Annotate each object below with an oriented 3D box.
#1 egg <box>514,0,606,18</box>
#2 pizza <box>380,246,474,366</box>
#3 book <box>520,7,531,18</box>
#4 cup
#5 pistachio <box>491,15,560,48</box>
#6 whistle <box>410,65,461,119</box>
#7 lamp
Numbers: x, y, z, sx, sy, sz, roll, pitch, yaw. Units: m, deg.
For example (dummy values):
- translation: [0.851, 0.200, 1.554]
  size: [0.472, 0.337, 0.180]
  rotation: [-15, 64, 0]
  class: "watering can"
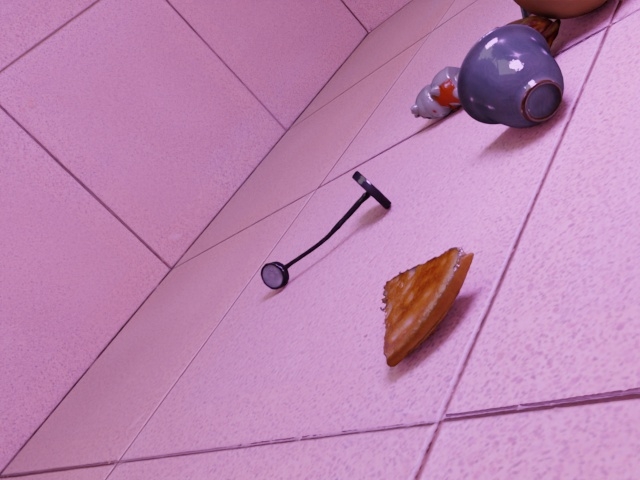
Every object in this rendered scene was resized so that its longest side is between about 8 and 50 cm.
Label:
- translation: [0.536, -0.639, 1.584]
  size: [0.301, 0.301, 0.374]
  rotation: [-30, 22, 39]
  class: "egg"
- translation: [0.153, 0.087, 1.097]
  size: [0.201, 0.053, 0.193]
  rotation: [-54, 17, 6]
  class: "pizza"
- translation: [0.579, -0.724, 1.858]
  size: [0.215, 0.283, 0.025]
  rotation: [-44, 60, 3]
  class: "book"
- translation: [0.373, -0.282, 1.339]
  size: [0.199, 0.199, 0.150]
  rotation: [-41, 33, 9]
  class: "cup"
- translation: [0.436, -0.424, 1.597]
  size: [0.210, 0.130, 0.165]
  rotation: [-33, 14, 8]
  class: "pistachio"
- translation: [0.321, -0.371, 1.784]
  size: [0.253, 0.106, 0.101]
  rotation: [-37, 7, 42]
  class: "whistle"
- translation: [0.017, -0.010, 1.681]
  size: [0.371, 0.130, 0.108]
  rotation: [-50, -11, 26]
  class: "lamp"
